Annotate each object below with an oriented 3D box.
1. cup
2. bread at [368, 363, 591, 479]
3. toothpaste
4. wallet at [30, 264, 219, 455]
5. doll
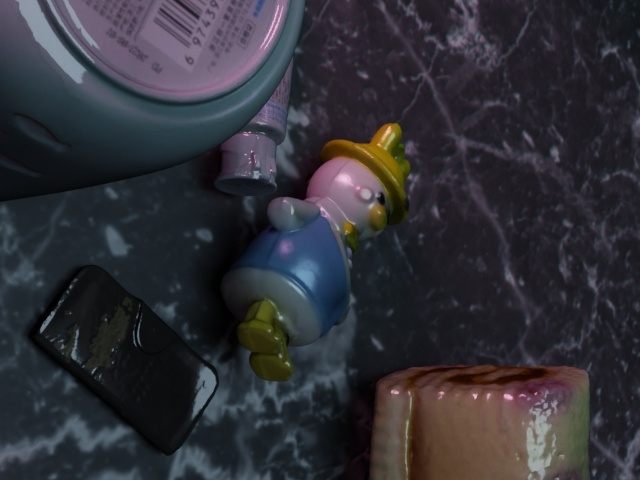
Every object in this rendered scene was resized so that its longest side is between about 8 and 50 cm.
[{"bbox_3d":[-0.190,-0.199,0.805,0.259,0.274,0.357,-43,115,-33],"label":"cup"},{"bbox_3d":[0.137,0.277,1.112,0.155,0.187,0.338,2,86,-64],"label":"bread"},{"bbox_3d":[-0.052,-0.155,1.063,0.089,0.057,0.234,17,71,-40],"label":"toothpaste"},{"bbox_3d":[-0.145,0.090,0.994,0.157,0.018,0.082,48,60,-26],"label":"wallet"},{"bbox_3d":[0.001,0.000,1.068,0.135,0.098,0.241,49,62,-21],"label":"doll"}]
